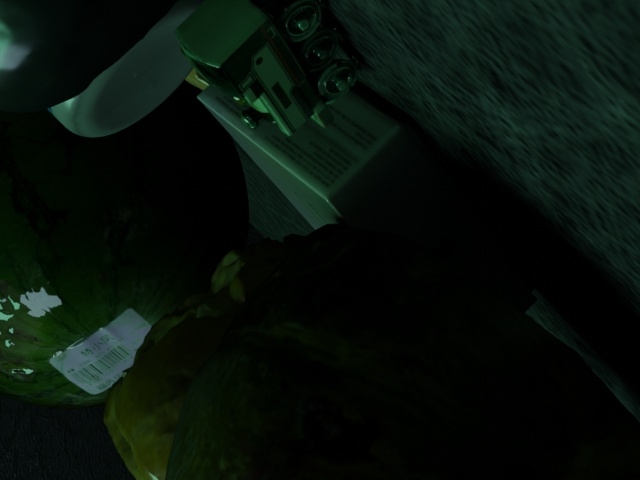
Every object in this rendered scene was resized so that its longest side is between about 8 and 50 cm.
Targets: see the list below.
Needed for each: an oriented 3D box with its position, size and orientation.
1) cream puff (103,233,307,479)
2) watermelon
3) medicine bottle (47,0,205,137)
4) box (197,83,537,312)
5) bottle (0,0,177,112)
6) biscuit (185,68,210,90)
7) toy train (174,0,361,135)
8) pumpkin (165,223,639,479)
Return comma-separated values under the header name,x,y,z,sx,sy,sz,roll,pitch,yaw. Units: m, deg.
name,x,y,z,sx,sy,sz,roll,pitch,yaw
cream puff,0.012,0.127,1.047,0.327,0.231,0.343,48,-178,33
watermelon,-0.232,-0.031,1.361,0.363,0.363,0.363,46,177,4
medicine bottle,-0.155,-0.155,0.821,0.191,0.107,0.107,46,177,12
box,0.022,-0.021,0.705,0.129,0.051,0.130,49,175,-38
bottle,-0.168,-0.179,0.420,0.336,0.144,0.144,45,177,-4
biscuit,-0.155,-0.194,1.050,0.250,0.035,0.162,49,172,-17
toy train,-0.018,-0.071,0.594,0.033,0.053,0.083,43,174,32
pumpkin,0.083,0.136,0.649,0.317,0.139,0.222,34,162,-6
